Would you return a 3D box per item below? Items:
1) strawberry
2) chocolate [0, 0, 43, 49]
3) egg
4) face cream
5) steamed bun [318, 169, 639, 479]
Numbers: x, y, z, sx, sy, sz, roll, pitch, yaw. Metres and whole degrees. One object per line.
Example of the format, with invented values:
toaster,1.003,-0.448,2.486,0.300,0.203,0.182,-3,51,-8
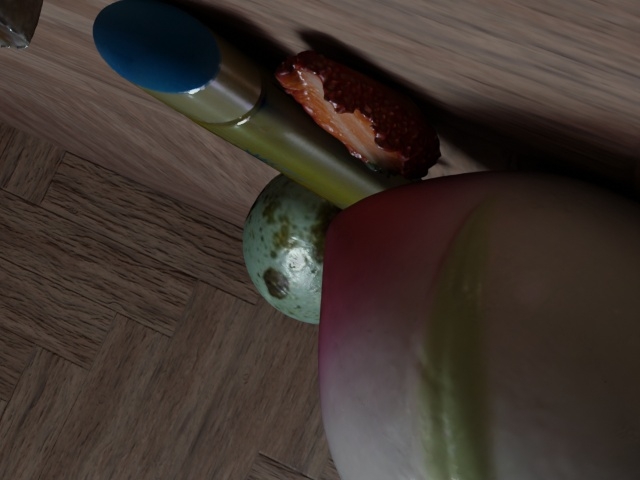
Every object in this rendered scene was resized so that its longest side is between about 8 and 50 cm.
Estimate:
strawberry,0.030,-0.089,0.711,0.104,0.048,0.152,28,170,39
chocolate,-0.272,-0.218,0.610,0.157,0.080,0.254,18,166,39
egg,0.000,0.000,1.084,0.169,0.169,0.231,23,166,13
face cream,-0.040,-0.096,0.815,0.285,0.067,0.139,30,180,-42
steamed bun,0.115,0.077,0.718,0.309,0.309,0.309,24,175,2
